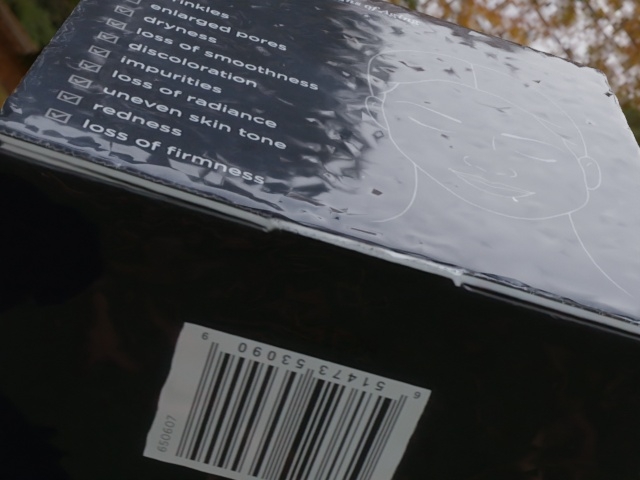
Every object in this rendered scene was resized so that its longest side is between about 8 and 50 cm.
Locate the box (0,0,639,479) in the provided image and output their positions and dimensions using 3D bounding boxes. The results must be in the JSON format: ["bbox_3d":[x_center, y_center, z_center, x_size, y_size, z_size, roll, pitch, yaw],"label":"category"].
[{"bbox_3d":[0.000,0.000,0.928,0.480,0.297,0.471,17,31,-6],"label":"box"}]
